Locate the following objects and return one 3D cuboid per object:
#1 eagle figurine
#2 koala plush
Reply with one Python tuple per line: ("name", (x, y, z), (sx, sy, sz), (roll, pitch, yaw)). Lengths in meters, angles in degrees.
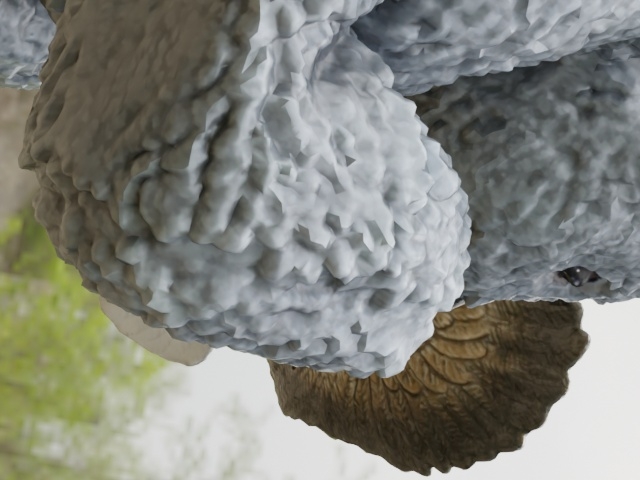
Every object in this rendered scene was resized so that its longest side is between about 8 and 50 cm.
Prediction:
("eagle figurine", (0.005, -0.010, 1.076), (0.298, 0.226, 0.225), (-138, -118, -79))
("koala plush", (0.047, -0.058, 0.444), (0.203, 0.221, 0.196), (-53, -142, 3))
